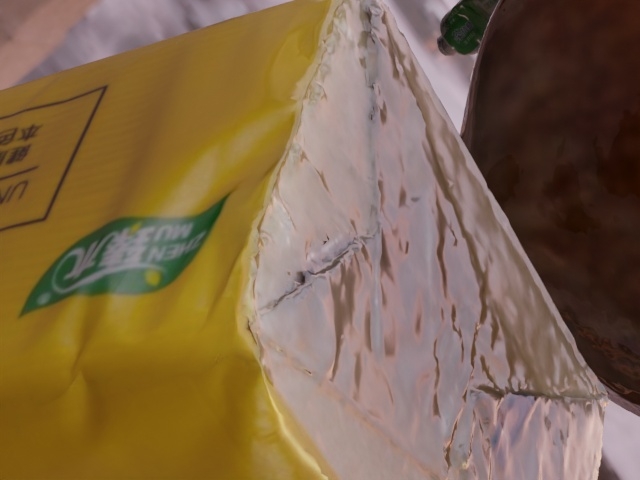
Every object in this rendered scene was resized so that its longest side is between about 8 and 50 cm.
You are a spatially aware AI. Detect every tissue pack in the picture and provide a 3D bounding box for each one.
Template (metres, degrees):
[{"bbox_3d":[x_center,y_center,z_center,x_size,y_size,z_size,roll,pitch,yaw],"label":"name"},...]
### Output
[{"bbox_3d":[-0.102,0.092,0.658,0.293,0.382,0.228,57,32,-35],"label":"tissue pack"}]

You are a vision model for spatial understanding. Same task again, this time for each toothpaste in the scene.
[{"bbox_3d":[0.179,-0.238,1.472,0.078,0.047,0.248,63,-27,5],"label":"toothpaste"}]

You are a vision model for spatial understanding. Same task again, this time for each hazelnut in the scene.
[{"bbox_3d":[0.281,-0.063,1.062,0.359,0.359,0.409,-62,152,-72],"label":"hazelnut"}]
